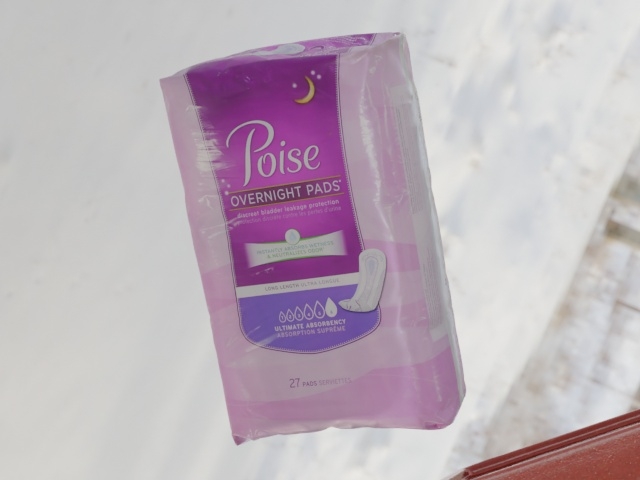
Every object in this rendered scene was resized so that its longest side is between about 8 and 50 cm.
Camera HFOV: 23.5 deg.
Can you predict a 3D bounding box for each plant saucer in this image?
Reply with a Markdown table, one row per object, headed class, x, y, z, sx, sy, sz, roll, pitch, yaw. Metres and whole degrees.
| class | x | y | z | sx | sy | sz | roll | pitch | yaw |
| --- | --- | --- | --- | --- | --- | --- | --- | --- | --- |
| plant saucer | 0.166 | 0.144 | 0.962 | 0.259 | 0.258 | 0.048 | 10 | 60 | -74 |

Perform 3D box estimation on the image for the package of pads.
| class | x | y | z | sx | sy | sz | roll | pitch | yaw |
| --- | --- | --- | --- | --- | --- | --- | --- | --- | --- |
| package of pads | 0.000 | 0.000 | 0.322 | 0.032 | 0.050 | 0.083 | -32 | 113 | -69 |
